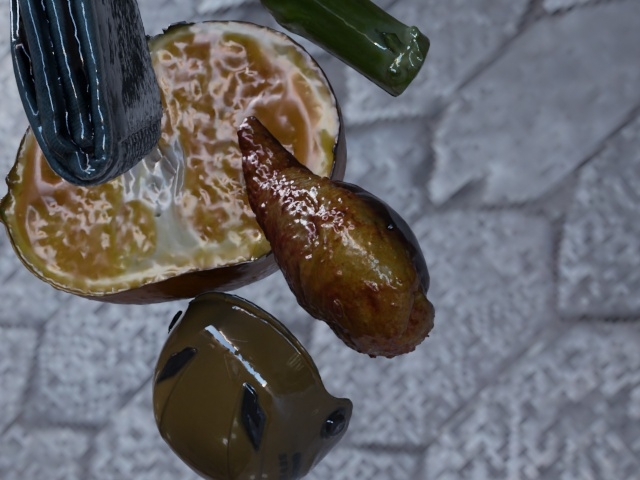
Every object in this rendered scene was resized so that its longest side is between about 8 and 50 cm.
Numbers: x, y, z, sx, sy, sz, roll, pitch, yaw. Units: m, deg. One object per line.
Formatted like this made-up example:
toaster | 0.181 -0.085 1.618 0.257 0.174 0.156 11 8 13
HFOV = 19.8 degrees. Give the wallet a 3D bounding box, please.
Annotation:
wallet | -0.063 -0.060 0.469 0.026 0.088 0.129 -13 7 1

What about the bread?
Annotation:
bread | 0.004 0.008 1.366 0.095 0.139 0.269 -33 32 -14

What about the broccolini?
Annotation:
broccolini | -0.094 -0.194 0.756 0.079 0.392 0.074 -60 19 -11

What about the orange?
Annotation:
orange | -0.122 -0.068 1.711 0.310 0.274 0.274 -37 23 42

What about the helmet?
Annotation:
helmet | -0.079 0.157 1.708 0.198 0.224 0.130 29 67 18
